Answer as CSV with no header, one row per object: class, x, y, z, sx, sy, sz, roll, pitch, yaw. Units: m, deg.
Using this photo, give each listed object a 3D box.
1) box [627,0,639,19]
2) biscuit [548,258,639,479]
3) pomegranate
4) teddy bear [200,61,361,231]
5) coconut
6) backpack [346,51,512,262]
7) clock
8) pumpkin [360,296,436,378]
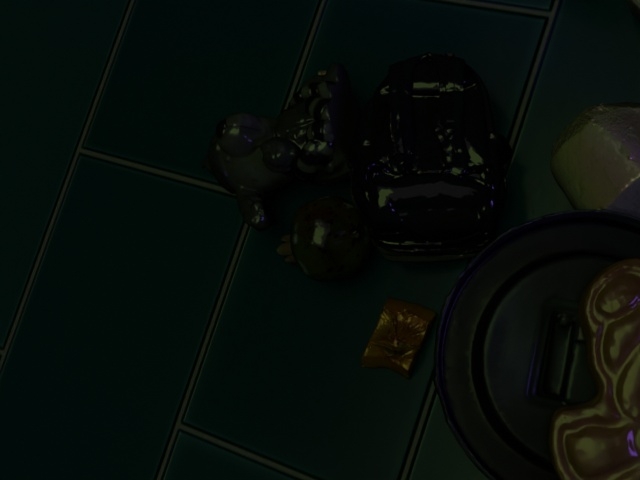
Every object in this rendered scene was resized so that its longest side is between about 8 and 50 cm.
box,0.562,-0.323,1.152,0.353,0.069,0.214,-39,65,9
biscuit,0.390,0.181,0.986,0.351,0.057,0.312,34,84,6
pomegranate,0.000,0.000,1.308,0.142,0.114,0.114,-14,70,47
teddy bear,-0.059,-0.111,1.328,0.251,0.144,0.171,-24,58,17
coconut,0.350,-0.074,1.142,0.147,0.147,0.152,-35,61,13
backpack,0.135,-0.113,1.250,0.206,0.133,0.258,-1,68,6
clock,0.280,0.130,1.062,0.325,0.067,0.325,-1,81,4
pumpkin,0.094,0.123,1.268,0.073,0.035,0.101,19,88,30
